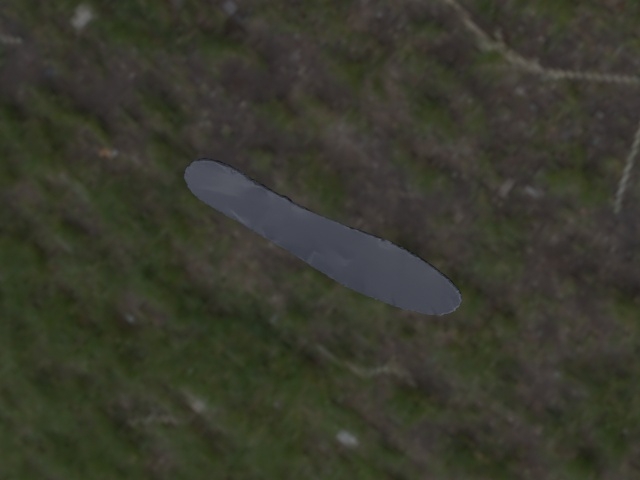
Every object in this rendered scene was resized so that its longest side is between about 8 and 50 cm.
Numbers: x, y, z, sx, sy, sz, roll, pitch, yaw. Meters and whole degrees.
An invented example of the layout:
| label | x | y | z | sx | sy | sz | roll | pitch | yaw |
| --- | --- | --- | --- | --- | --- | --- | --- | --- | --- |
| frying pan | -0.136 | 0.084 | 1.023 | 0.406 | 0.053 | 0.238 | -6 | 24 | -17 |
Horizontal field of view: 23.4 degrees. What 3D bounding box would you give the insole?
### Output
| label | x | y | z | sx | sy | sz | roll | pitch | yaw |
| --- | --- | --- | --- | --- | --- | --- | --- | --- | --- |
| insole | 0.000 | 0.000 | 1.172 | 0.232 | 0.003 | 0.080 | 27 | 145 | 1 |
